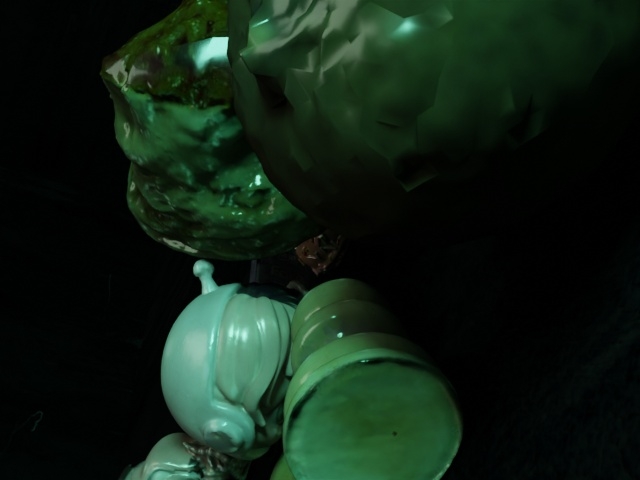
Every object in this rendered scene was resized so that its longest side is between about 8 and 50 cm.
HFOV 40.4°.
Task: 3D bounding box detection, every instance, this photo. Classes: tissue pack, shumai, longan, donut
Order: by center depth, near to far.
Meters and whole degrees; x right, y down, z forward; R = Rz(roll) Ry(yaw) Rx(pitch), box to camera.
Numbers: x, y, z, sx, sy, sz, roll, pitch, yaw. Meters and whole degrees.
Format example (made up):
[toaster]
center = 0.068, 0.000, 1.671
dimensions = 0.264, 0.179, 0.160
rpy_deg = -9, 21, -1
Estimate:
[longan]
center = 0.096, -0.187, 0.767
dimensions = 0.391, 0.391, 0.391
rpy_deg = -162, 90, -73
[shumai]
center = -0.129, -0.175, 1.143
dimensions = 0.323, 0.397, 0.324
rpy_deg = 58, -134, -52
[donut]
center = 0.000, 0.000, 1.423
dimensions = 0.166, 0.065, 0.117
rpy_deg = -174, 103, -74
[tissue pack]
center = -0.064, 0.081, 1.455
dimensions = 0.051, 0.112, 0.156
rpy_deg = -55, 24, 40

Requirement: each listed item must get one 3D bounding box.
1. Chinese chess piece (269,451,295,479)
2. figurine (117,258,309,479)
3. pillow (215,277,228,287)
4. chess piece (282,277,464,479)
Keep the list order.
[Chinese chess piece]
center = -0.027, 0.343, 1.167
dimensions = 0.144, 0.058, 0.144
rpy_deg = -58, 20, 36
[figurine]
center = -0.135, 0.227, 1.213
dimensions = 0.253, 0.211, 0.361
rpy_deg = -105, 37, -72
[pillow]
center = -0.137, 0.208, 1.446
dimensions = 0.186, 0.106, 0.250
rpy_deg = -104, -1, -65
[chess piece]
center = 0.039, 0.142, 1.000
dimensions = 0.330, 0.182, 0.182
rpy_deg = -106, 38, -71
